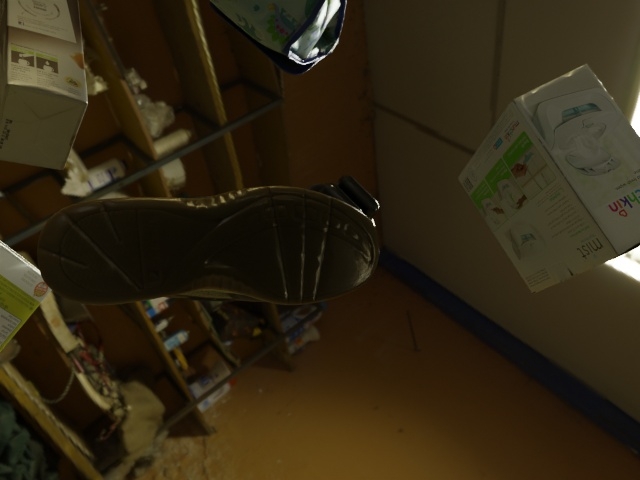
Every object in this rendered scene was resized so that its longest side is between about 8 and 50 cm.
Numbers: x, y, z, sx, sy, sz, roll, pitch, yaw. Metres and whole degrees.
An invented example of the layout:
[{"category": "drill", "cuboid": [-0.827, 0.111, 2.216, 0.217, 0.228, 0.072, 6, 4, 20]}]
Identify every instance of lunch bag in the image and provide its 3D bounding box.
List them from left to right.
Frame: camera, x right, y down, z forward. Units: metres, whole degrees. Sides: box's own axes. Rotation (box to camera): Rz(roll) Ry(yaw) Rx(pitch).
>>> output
[{"category": "lunch bag", "cuboid": [-0.045, -0.238, 0.548, 0.129, 0.096, 0.151, 40, 15, -1]}]

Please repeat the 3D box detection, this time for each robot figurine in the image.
[{"category": "robot figurine", "cuboid": [0.003, 0.001, 1.118, 0.278, 0.209, 0.173, -54, -145, 39]}]

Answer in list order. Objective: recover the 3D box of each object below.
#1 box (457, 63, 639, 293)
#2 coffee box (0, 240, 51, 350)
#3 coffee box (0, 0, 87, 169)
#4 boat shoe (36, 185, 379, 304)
[{"category": "box", "cuboid": [0.333, -0.067, 0.788, 0.231, 0.127, 0.262, 60, -9, 14]}, {"category": "coffee box", "cuboid": [-0.767, 0.074, 0.945, 0.338, 0.334, 0.338, 21, -24, 24]}, {"category": "coffee box", "cuboid": [-0.403, -0.243, 0.784, 0.141, 0.098, 0.246, -45, -129, 40]}, {"category": "boat shoe", "cuboid": [-0.068, 0.003, 0.377, 0.073, 0.224, 0.080, 7, -82, 62]}]
